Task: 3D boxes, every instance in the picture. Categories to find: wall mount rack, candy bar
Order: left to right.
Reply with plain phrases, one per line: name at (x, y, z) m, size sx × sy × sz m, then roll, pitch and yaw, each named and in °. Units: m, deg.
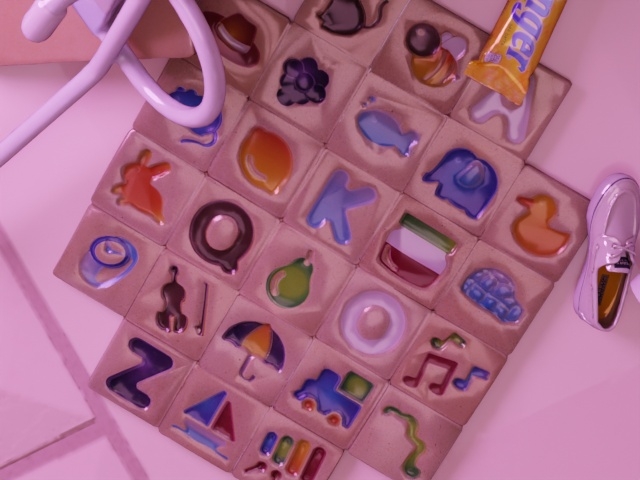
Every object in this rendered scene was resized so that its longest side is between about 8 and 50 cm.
wall mount rack at (-0.217, -0.171, 1.116) m, size 0.350 × 0.130 × 0.304 m, roll 55°, pitch 150°, yaw 5°
candy bar at (0.139, -0.162, 1.141) m, size 0.040 × 0.018 × 0.161 m, roll 27°, pitch 102°, yaw 2°

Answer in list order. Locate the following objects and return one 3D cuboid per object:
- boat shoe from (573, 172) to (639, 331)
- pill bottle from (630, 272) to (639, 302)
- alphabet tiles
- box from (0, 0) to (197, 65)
boat shoe at (0.182, 0.009, 1.169) m, size 0.035 × 0.035 × 0.100 m, roll 6°, pitch 108°, yaw -21°
pill bottle at (0.264, 0.001, 1.133) m, size 0.152 × 0.086 × 0.086 m, roll -42°, pitch 95°, yaw 15°
alphabet tiles at (0.000, 0.000, 1.214) m, size 0.285 × 0.011 × 0.342 m, roll 31°, pitch 107°, yaw 1°
box at (-0.159, -0.209, 1.157) m, size 0.164 × 0.021 × 0.201 m, roll 0°, pitch 104°, yaw 25°
